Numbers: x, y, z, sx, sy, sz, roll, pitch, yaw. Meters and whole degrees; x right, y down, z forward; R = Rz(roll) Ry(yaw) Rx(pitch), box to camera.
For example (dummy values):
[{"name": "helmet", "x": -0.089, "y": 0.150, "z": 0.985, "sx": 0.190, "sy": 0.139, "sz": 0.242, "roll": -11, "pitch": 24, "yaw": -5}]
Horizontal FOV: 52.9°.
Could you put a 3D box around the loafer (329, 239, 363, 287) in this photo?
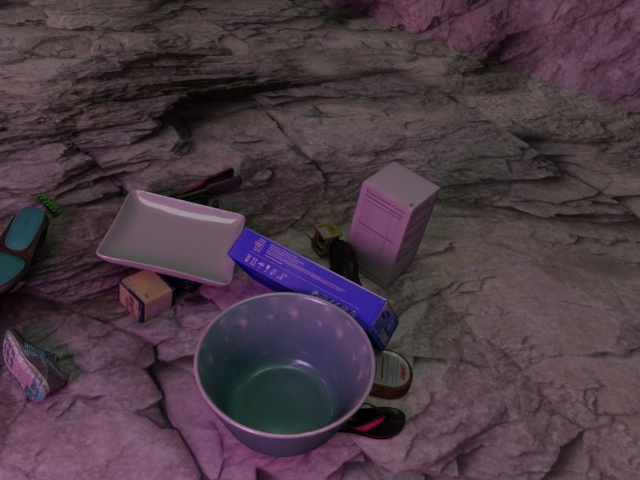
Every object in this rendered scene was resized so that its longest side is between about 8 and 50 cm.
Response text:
[{"name": "loafer", "x": 0.046, "y": 0.084, "z": 1.464, "sx": 0.078, "sy": 0.076, "sz": 0.223, "roll": 3, "pitch": 47, "yaw": -18}]

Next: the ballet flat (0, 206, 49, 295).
[{"name": "ballet flat", "x": -0.626, "y": 0.047, "z": 1.302, "sx": 0.095, "sy": 0.096, "sz": 0.280, "roll": 18, "pitch": 39, "yaw": -2}]

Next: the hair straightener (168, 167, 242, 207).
[{"name": "hair straightener", "x": -0.292, "y": -0.118, "z": 1.622, "sx": 0.230, "sy": 0.047, "sz": 0.089, "roll": -24, "pitch": 53, "yaw": -35}]

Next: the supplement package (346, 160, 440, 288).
[{"name": "supplement package", "x": 0.162, "y": -0.036, "z": 1.507, "sx": 0.139, "sy": 0.244, "sz": 0.134, "roll": 34, "pitch": 44, "yaw": 21}]

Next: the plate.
[{"name": "plate", "x": -0.318, "y": -0.001, "z": 1.418, "sx": 0.277, "sy": 0.045, "sz": 0.278, "roll": 13, "pitch": 33, "yaw": -7}]

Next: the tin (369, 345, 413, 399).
[{"name": "tin", "x": 0.095, "y": 0.262, "z": 1.310, "sx": 0.190, "sy": 0.040, "sz": 0.106, "roll": 13, "pitch": 45, "yaw": -2}]

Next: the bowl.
[{"name": "bowl", "x": -0.064, "y": 0.259, "z": 1.154, "sx": 0.312, "sy": 0.163, "sz": 0.311, "roll": 3, "pitch": 41, "yaw": -2}]

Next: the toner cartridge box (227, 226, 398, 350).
[{"name": "toner cartridge box", "x": -0.014, "y": 0.099, "z": 1.330, "sx": 0.348, "sy": 0.165, "sz": 0.075, "roll": 27, "pitch": 78, "yaw": 23}]

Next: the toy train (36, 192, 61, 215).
[{"name": "toy train", "x": -0.638, "y": -0.085, "z": 1.510, "sx": 0.083, "sy": 0.017, "sz": 0.024, "roll": 38, "pitch": 35, "yaw": 26}]

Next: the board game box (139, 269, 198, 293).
[{"name": "board game box", "x": -0.313, "y": 0.034, "z": 1.460, "sx": 0.126, "sy": 0.026, "sz": 0.186, "roll": 17, "pitch": 40, "yaw": 3}]

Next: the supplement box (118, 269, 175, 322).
[{"name": "supplement box", "x": -0.361, "y": 0.111, "z": 1.334, "sx": 0.083, "sy": 0.056, "sz": 0.083, "roll": 38, "pitch": 45, "yaw": 26}]

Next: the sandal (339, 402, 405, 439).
[{"name": "sandal", "x": 0.078, "y": 0.335, "z": 1.215, "sx": 0.179, "sy": 0.040, "sz": 0.067, "roll": 5, "pitch": 40, "yaw": -10}]

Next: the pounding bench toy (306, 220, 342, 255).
[{"name": "pounding bench toy", "x": 0.000, "y": 0.000, "z": 1.557, "sx": 0.083, "sy": 0.065, "sz": 0.052, "roll": -12, "pitch": 48, "yaw": -27}]

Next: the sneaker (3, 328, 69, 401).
[{"name": "sneaker", "x": -0.519, "y": 0.221, "z": 1.173, "sx": 0.166, "sy": 0.065, "sz": 0.076, "roll": 44, "pitch": 32, "yaw": 26}]
